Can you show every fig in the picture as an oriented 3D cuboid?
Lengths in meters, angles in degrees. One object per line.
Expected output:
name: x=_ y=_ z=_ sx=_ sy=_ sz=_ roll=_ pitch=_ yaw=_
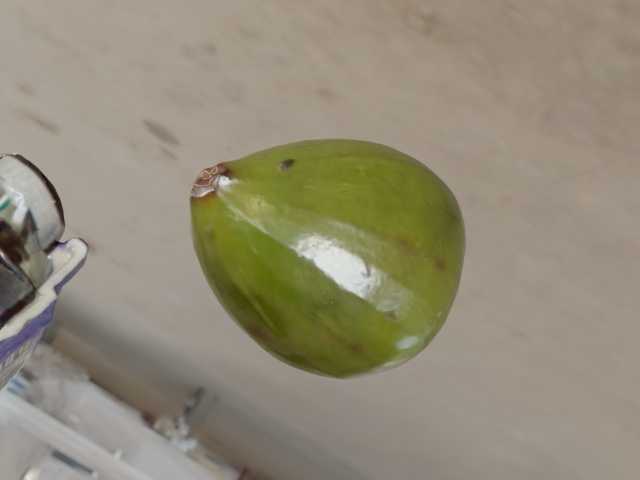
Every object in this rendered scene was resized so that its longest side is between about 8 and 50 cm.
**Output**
fig: x=0.000 y=0.000 z=1.157 sx=0.225 sy=0.203 sz=0.203 roll=35 pitch=167 yaw=-34

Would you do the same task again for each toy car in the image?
toy car: x=-0.274 y=0.016 z=0.850 sx=0.235 sy=0.172 sz=0.158 roll=37 pitch=137 yaw=13
